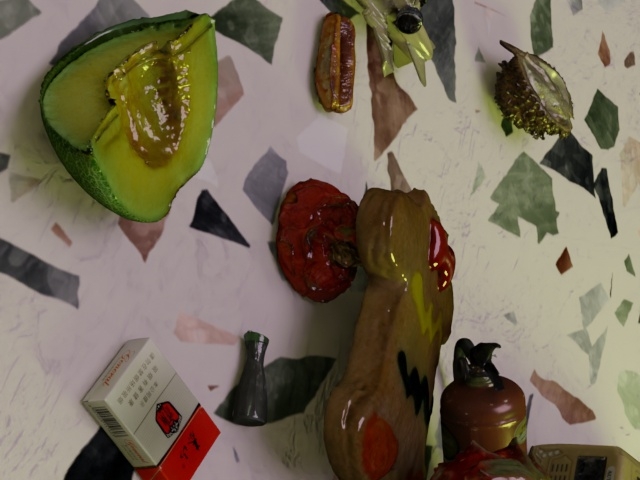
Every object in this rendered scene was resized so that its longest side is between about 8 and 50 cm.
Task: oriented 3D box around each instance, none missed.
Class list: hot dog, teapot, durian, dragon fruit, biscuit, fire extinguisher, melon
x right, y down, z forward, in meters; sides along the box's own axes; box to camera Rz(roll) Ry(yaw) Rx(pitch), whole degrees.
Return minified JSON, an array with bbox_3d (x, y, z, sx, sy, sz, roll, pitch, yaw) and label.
[{"bbox_3d":[0.019,-0.238,1.967,0.062,0.038,0.144,17,68,-43],"label":"hot dog"},{"bbox_3d":[-0.080,0.165,1.769,0.042,0.042,0.111,26,61,-44],"label":"teapot"},{"bbox_3d":[0.315,-0.227,2.268,0.188,0.091,0.148,56,34,-21],"label":"durian"},{"bbox_3d":[0.000,0.000,1.846,0.083,0.106,0.162,-7,90,-48],"label":"dragon fruit"},{"bbox_3d":[0.105,0.138,1.861,0.368,0.076,0.394,61,38,-57],"label":"biscuit"},{"bbox_3d":[0.205,0.286,1.990,0.113,0.200,0.376,-13,110,-27],"label":"fire extinguisher"},{"bbox_3d":[-0.215,-0.124,1.623,0.265,0.129,0.169,-57,146,-42],"label":"melon"}]

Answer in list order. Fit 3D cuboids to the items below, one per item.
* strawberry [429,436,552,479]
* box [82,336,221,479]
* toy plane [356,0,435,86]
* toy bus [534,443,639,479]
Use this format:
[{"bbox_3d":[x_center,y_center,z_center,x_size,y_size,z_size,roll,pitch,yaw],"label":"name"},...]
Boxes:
[{"bbox_3d":[0.173,0.419,1.776,0.343,0.292,0.292,-43,124,4],"label":"strawberry"},{"bbox_3d":[-0.185,0.197,1.637,0.152,0.048,0.100,55,48,-23],"label":"box"},{"bbox_3d":[0.091,-0.333,2.033,0.244,0.092,0.229,57,30,-29],"label":"toy plane"},{"bbox_3d":[0.456,0.444,2.208,0.365,0.201,0.177,37,55,-39],"label":"toy bus"}]
